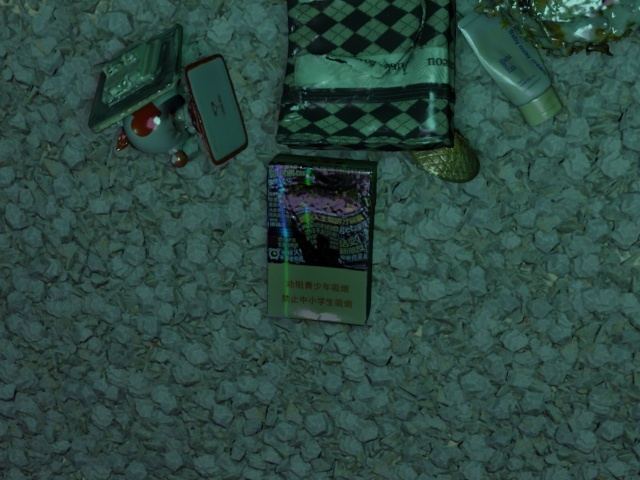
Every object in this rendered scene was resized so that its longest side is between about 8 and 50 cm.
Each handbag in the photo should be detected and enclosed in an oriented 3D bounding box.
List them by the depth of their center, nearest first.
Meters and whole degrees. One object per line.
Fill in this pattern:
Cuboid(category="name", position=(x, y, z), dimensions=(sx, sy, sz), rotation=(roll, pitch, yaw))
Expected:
Cuboid(category="handbag", position=(0.070, -0.357, 1.613), dimensions=(0.317, 0.180, 0.416), rotation=(1, 91, 14))

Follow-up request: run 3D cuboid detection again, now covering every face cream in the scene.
Cuboid(category="face cream", position=(0.330, -0.306, 1.656), dimensions=(0.114, 0.070, 0.224), rotation=(-38, 103, -23))

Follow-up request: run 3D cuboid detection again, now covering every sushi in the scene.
Cuboid(category="sushi", position=(0.409, -0.490, 1.523), dimensions=(0.418, 0.176, 0.417), rotation=(2, 108, 6))

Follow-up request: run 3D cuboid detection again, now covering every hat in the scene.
Cuboid(category="hat", position=(0.233, -0.176, 1.732), dimensions=(0.146, 0.067, 0.146), rotation=(26, 151, 16))

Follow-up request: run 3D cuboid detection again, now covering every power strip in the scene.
Cuboid(category="power strip", position=(-0.339, -0.303, 1.713), dimensions=(0.198, 0.213, 0.064), rotation=(-28, 126, 17))

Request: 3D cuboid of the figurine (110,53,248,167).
Cuboid(category="figurine", position=(-0.283, -0.220, 1.775), dimensions=(0.226, 0.160, 0.183), rotation=(-10, 106, 23))

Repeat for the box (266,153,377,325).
Cuboid(category="box", position=(0.000, 0.000, 1.817), dimensions=(0.198, 0.084, 0.310), rotation=(5, 109, 9))
